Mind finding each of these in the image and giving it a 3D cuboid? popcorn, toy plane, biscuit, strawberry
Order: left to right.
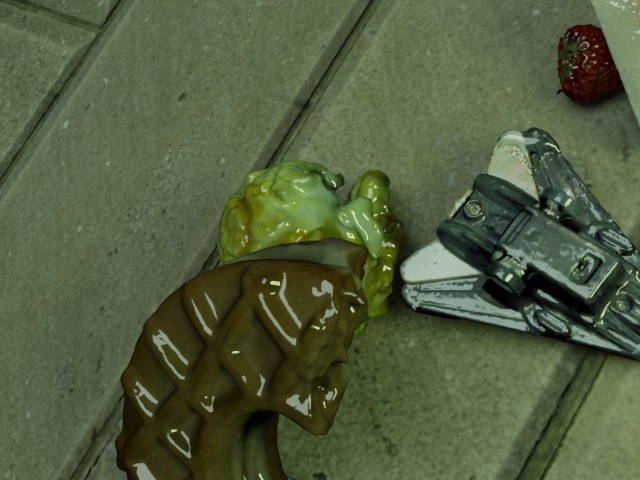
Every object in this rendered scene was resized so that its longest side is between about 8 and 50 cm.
[{"bbox_3d":[-0.042,0.190,0.729,0.268,0.115,0.366,-8,93,34],"label":"biscuit"},{"bbox_3d":[0.000,0.000,0.859,0.212,0.198,0.198,-24,47,-24],"label":"popcorn"},{"bbox_3d":[0.228,0.041,0.733,0.316,0.103,0.204,35,86,39],"label":"toy plane"},{"bbox_3d":[0.266,-0.169,0.854,0.083,0.073,0.073,3,61,-7],"label":"strawberry"}]

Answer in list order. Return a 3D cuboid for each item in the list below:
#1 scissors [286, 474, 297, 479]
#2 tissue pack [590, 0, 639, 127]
[{"bbox_3d":[-0.075,0.200,0.882,0.125,0.030,0.256,-25,58,20],"label":"scissors"},{"bbox_3d":[0.404,-0.212,0.736,0.325,0.071,0.170,-21,91,22],"label":"tissue pack"}]
